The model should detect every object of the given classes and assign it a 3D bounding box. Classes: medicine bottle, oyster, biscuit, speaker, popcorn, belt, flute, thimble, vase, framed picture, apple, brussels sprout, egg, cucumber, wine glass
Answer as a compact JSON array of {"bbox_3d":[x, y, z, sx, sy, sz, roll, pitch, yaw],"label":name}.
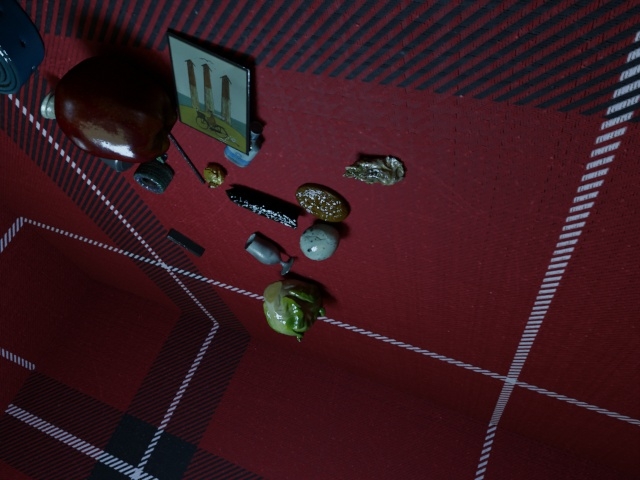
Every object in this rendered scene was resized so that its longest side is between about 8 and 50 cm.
[{"bbox_3d":[-0.224,-0.287,1.561,0.090,0.053,0.208,35,153,-12],"label":"medicine bottle"},{"bbox_3d":[0.148,-0.182,1.432,0.166,0.053,0.108,5,159,24],"label":"oyster"},{"bbox_3d":[0.005,-0.117,1.713,0.188,0.027,0.188,20,154,10],"label":"biscuit"},{"bbox_3d":[-0.655,0.013,2.551,0.191,0.046,0.040,35,152,-21],"label":"speaker"},{"bbox_3d":[-0.371,-0.214,1.812,0.084,0.084,0.084,21,155,10],"label":"popcorn"},{"bbox_3d":[-1.003,-0.627,1.485,0.300,0.173,0.436,1,150,26],"label":"belt"},{"bbox_3d":[-0.468,-0.283,1.843,0.014,0.014,0.269,12,152,26],"label":"flute"},{"bbox_3d":[-0.627,-0.243,1.975,0.135,0.090,0.118,6,148,37],"label":"thimble"},{"bbox_3d":[-0.762,-0.381,1.761,0.321,0.173,0.173,31,155,-2],"label":"vase"},{"bbox_3d":[-0.296,-0.387,1.422,0.244,0.013,0.324,27,150,8],"label":"framed picture"},{"bbox_3d":[-0.584,-0.362,1.501,0.317,0.288,0.288,18,155,-3],"label":"apple"},{"bbox_3d":[-0.117,0.302,2.367,0.294,0.259,0.227,37,159,-25],"label":"brussels sprout"},{"bbox_3d":[0.000,0.000,1.830,0.131,0.131,0.164,33,144,-15],"label":"egg"},{"bbox_3d":[-0.208,-0.121,1.849,0.300,0.072,0.072,21,155,8],"label":"cucumber"},{"bbox_3d":[-0.214,0.055,2.175,0.202,0.093,0.093,36,153,-21],"label":"wine glass"}]

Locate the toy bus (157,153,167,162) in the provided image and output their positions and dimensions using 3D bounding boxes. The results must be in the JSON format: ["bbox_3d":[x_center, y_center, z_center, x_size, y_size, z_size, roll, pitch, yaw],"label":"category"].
[{"bbox_3d":[-0.573,-0.313,1.863,0.037,0.031,0.083,25,156,18],"label":"toy bus"}]
